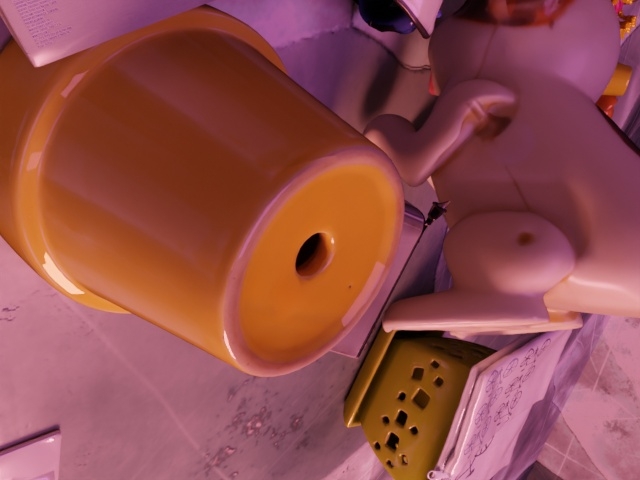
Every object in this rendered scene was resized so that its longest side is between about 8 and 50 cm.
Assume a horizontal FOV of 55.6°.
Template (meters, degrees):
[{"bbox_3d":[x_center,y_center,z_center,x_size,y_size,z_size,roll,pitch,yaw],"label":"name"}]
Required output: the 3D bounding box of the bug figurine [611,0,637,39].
[{"bbox_3d":[0.437,-0.391,0.954,0.216,0.072,0.279,-39,143,-22],"label":"bug figurine"}]

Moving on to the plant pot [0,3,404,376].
[{"bbox_3d":[-0.079,-0.035,0.446,0.254,0.239,0.254,-30,135,-35],"label":"plant pot"}]

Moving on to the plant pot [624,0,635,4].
[{"bbox_3d":[0.595,-0.539,1.074,0.236,0.032,0.236,-31,136,-35],"label":"plant pot"}]

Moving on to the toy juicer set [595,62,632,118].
[{"bbox_3d":[0.498,-0.165,1.172,0.209,0.089,0.329,32,75,-72],"label":"toy juicer set"}]

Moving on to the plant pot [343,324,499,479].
[{"bbox_3d":[0.183,0.261,1.017,0.227,0.207,0.228,10,108,-53],"label":"plant pot"}]

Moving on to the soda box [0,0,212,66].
[{"bbox_3d":[-0.066,-0.215,0.375,0.286,0.098,0.091,-25,137,-11],"label":"soda box"}]

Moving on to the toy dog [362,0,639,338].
[{"bbox_3d":[0.232,-0.110,0.670,0.284,0.395,0.408,10,72,-48],"label":"toy dog"}]

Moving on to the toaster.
[{"bbox_3d":[0.000,0.000,0.605,0.110,0.168,0.186,18,102,-46],"label":"toaster"}]

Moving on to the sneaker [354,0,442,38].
[{"bbox_3d":[0.105,-0.302,0.587,0.315,0.127,0.182,-23,136,-30],"label":"sneaker"}]

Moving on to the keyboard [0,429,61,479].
[{"bbox_3d":[-0.349,0.237,0.519,0.256,0.014,0.072,-13,120,-46],"label":"keyboard"}]

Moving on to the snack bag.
[{"bbox_3d":[0.270,0.286,0.932,0.323,0.037,0.343,-13,125,-46],"label":"snack bag"}]
